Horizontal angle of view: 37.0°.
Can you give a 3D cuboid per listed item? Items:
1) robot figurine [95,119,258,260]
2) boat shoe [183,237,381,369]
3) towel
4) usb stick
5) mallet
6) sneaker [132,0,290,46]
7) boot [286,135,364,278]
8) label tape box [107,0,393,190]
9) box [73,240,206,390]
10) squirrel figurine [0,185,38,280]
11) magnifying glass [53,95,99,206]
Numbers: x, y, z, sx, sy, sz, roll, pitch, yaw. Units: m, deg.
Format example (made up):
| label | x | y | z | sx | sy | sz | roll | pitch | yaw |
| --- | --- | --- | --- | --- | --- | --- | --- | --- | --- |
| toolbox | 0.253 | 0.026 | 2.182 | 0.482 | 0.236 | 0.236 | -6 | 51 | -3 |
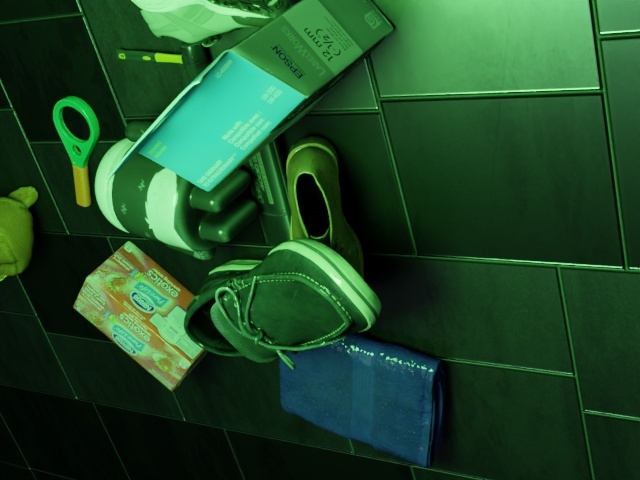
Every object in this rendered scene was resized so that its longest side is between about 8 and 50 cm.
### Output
| label | x | y | z | sx | sy | sz | roll | pitch | yaw |
| --- | --- | --- | --- | --- | --- | --- | --- | --- | --- |
| robot figurine | -0.236 | -0.080 | 1.558 | 0.278 | 0.173 | 0.209 | 13 | 93 | 33 |
| boat shoe | -0.075 | 0.112 | 1.510 | 0.187 | 0.156 | 0.500 | 50 | 153 | -17 |
| towel | 0.072 | 0.252 | 1.678 | 0.308 | 0.076 | 0.228 | 16 | 123 | 25 |
| usb stick | -0.084 | -0.105 | 1.526 | 0.077 | 0.045 | 0.278 | 12 | 129 | 38 |
| mallet | -0.253 | -0.297 | 1.506 | 0.189 | 0.039 | 0.062 | 17 | 132 | 29 |
| sneaker | -0.152 | -0.332 | 1.373 | 0.271 | 0.100 | 0.108 | 13 | 140 | 34 |
| boot | 0.000 | 0.000 | 1.483 | 0.112 | 0.115 | 0.305 | -8 | 123 | 8 |
| label tape box | -0.087 | -0.183 | 1.249 | 0.115 | 0.348 | 0.249 | 47 | 136 | -6 |
| box | -0.325 | 0.144 | 1.823 | 0.257 | 0.128 | 0.123 | 40 | 136 | 2 |
| squirrel figurine | -0.751 | -0.066 | 1.868 | 0.370 | 0.281 | 0.397 | 6 | 128 | 24 |
| magnifying glass | -0.440 | -0.160 | 1.749 | 0.092 | 0.026 | 0.231 | 22 | 131 | 19 |
